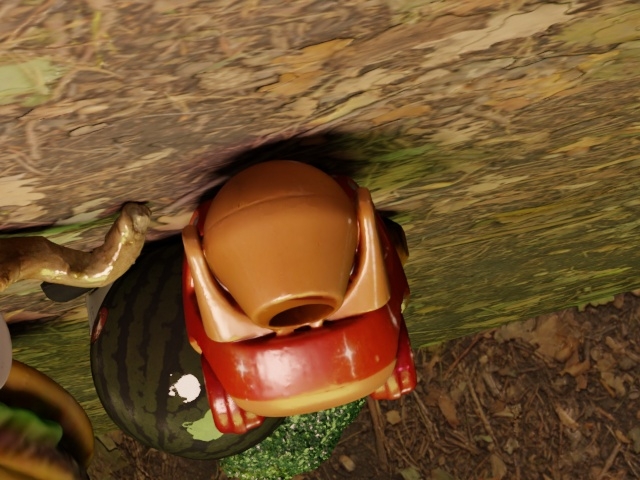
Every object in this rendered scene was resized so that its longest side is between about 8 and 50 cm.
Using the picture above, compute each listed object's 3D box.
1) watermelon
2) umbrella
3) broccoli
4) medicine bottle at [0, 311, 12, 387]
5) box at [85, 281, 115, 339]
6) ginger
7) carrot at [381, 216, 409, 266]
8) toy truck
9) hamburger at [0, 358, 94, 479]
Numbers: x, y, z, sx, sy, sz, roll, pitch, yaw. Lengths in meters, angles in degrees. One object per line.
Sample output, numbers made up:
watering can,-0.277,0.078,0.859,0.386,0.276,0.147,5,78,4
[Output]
watermelon,-0.113,0.099,1.782,0.212,0.212,0.212,-13,172,-2
umbrella,-0.218,0.032,1.772,0.133,0.031,0.036,-25,-168,49
broccoli,-0.060,0.151,2.182,0.294,0.265,0.245,-14,-148,-43
medicine bottle,-0.410,0.122,1.741,0.250,0.131,0.131,-17,171,32
box,-0.101,0.060,1.974,0.269,0.079,0.135,-10,172,-20
ginger,-0.272,0.029,1.541,0.288,0.075,0.089,-13,-147,-12
carrot,0.000,0.000,1.813,0.066,0.066,0.314,-17,168,27
toy truck,-0.027,0.014,1.543,0.189,0.239,0.265,-12,-148,-2
hamburger,-0.422,0.274,2.070,0.395,0.277,0.396,-2,146,-1
